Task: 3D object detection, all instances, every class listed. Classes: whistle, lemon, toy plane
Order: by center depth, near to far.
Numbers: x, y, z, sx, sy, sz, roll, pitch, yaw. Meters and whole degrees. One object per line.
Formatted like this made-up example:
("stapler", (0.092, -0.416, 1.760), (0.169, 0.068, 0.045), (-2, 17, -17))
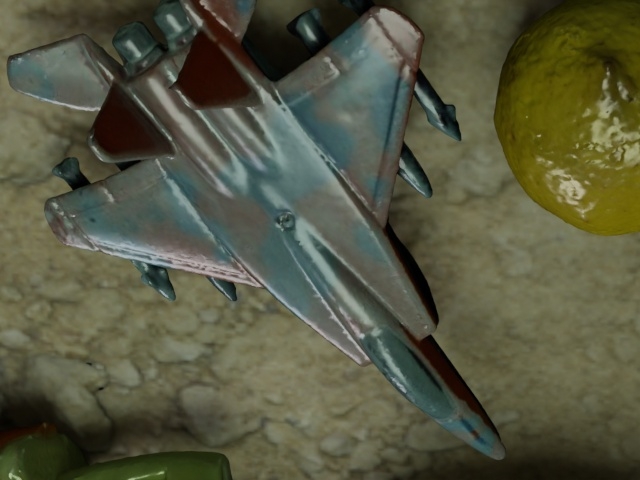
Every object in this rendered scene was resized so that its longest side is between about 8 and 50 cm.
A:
("lemon", (0.137, -0.057, 0.858), (0.109, 0.109, 0.133), (-11, 153, 13))
("toy plane", (0.000, -0.005, 0.916), (0.223, 0.104, 0.326), (-28, 124, 25))
("whistle", (-0.186, 0.170, 1.050), (0.288, 0.131, 0.106), (-15, 153, 16))
